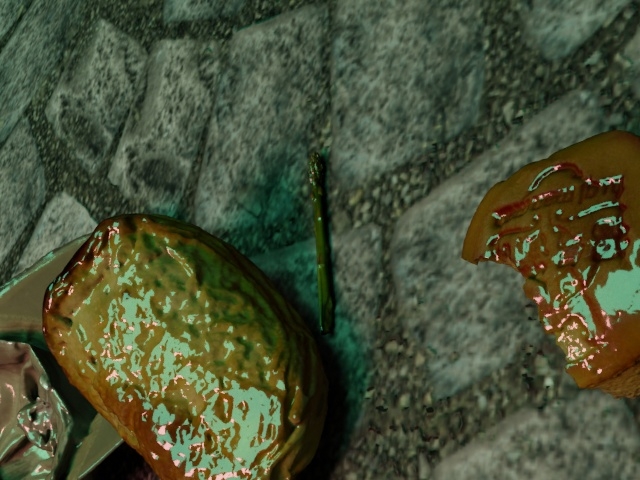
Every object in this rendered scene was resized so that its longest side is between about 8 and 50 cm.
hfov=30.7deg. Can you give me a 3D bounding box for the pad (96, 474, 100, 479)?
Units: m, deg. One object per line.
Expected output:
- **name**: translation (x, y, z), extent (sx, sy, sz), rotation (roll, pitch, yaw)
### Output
- **pad**: translation (-0.282, 0.313, 1.121), extent (0.270, 0.012, 0.269), rotation (-40, 46, 32)

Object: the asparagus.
- **asparagus**: translation (0.000, 0.000, 0.924), extent (0.016, 0.013, 0.166), rotation (91, 176, -61)

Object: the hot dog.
- **hot dog**: translation (-0.094, 0.102, 0.902), extent (0.259, 0.114, 0.175), rotation (44, 99, 23)

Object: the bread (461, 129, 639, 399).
- **bread**: translation (0.163, 0.004, 0.667), extent (0.125, 0.086, 0.156), rotation (-54, 41, 16)

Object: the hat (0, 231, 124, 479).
- **hat**: translation (-0.206, 0.129, 1.059), extent (0.245, 0.149, 0.214), rotation (-29, 60, -14)
